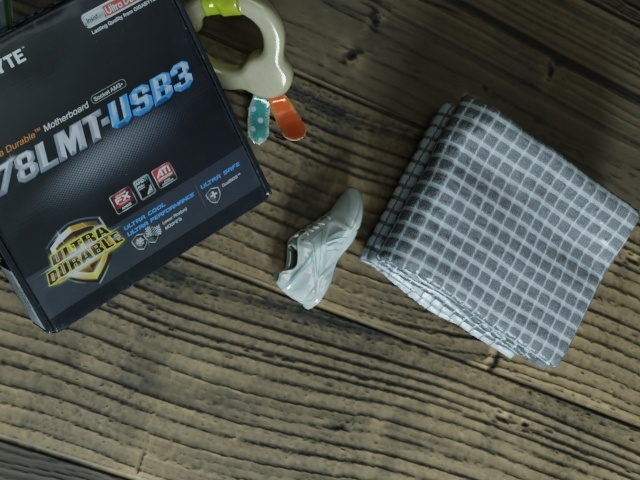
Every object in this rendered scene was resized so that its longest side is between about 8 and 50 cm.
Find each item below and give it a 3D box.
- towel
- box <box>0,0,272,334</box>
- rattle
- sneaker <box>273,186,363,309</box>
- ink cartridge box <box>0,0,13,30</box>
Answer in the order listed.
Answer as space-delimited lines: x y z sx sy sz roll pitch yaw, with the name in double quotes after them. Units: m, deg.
0.220 -0.004 1.564 0.284 0.121 0.235 31 76 -17 "towel"
-0.237 -0.102 1.381 0.295 0.073 0.293 -33 113 -21 "box"
-0.080 -0.223 1.510 0.130 0.143 0.199 -37 119 12 "rattle"
0.000 0.000 1.511 0.061 0.054 0.152 31 76 -14 "sneaker"
-0.458 -0.287 1.333 0.189 0.097 0.255 -32 73 -21 "ink cartridge box"
